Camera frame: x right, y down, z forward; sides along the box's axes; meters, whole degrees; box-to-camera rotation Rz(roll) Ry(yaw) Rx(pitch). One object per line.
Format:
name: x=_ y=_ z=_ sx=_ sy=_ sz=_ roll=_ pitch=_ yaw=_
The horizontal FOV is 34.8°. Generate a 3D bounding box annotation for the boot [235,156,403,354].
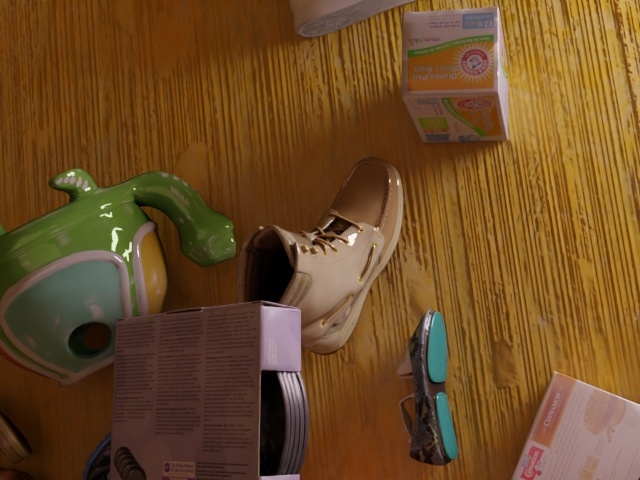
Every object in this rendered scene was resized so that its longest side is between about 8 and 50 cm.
boot: x=0.000 y=0.000 z=1.230 sx=0.095 sy=0.203 sz=0.262 roll=22 pitch=87 yaw=31

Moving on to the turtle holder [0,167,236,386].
turtle holder: x=-0.290 y=0.041 z=1.307 sx=0.320 sy=0.243 sz=0.227 roll=-27 pitch=89 yaw=-32

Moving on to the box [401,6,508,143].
box: x=0.165 y=-0.192 z=1.227 sx=0.114 sy=0.203 sz=0.103 roll=-1 pitch=80 yaw=14

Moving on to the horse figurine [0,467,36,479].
horse figurine: x=-0.460 y=0.369 z=1.351 sx=0.263 sy=0.066 sz=0.174 roll=-23 pitch=76 yaw=13

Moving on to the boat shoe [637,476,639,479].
boat shoe: x=0.284 y=0.371 z=1.101 sx=0.120 sy=0.122 sz=0.324 roll=30 pitch=112 yaw=27

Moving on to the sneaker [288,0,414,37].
sneaker: x=0.081 y=-0.395 z=1.336 sx=0.293 sy=0.108 sz=0.169 roll=-17 pitch=79 yaw=12

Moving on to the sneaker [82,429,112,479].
sneaker: x=-0.233 y=0.271 z=1.313 sx=0.078 sy=0.067 sz=0.188 roll=43 pitch=90 yaw=21

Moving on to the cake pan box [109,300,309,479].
cake pan box: x=-0.128 y=0.198 z=1.118 sx=0.267 sy=0.070 sz=0.245 roll=-11 pitch=77 yaw=42

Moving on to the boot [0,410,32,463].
boot: x=-0.498 y=0.270 z=1.341 sx=0.213 sy=0.077 sz=0.165 roll=30 pitch=64 yaw=26

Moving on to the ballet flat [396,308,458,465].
ballet flat: x=0.123 y=0.179 z=1.247 sx=0.070 sy=0.070 sz=0.188 roll=-6 pitch=75 yaw=13

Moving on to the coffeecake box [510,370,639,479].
coffeecake box: x=0.331 y=0.251 z=1.176 sx=0.185 sy=0.068 sz=0.142 roll=22 pitch=87 yaw=16
